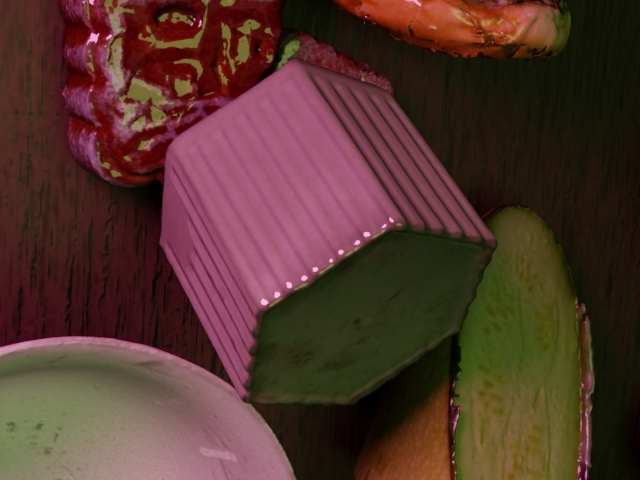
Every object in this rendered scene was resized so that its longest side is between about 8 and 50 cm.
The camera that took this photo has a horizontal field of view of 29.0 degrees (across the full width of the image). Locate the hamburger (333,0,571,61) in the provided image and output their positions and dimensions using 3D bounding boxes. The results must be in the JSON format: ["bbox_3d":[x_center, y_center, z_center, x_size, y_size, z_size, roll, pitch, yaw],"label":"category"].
[{"bbox_3d":[0.112,-0.267,1.042,0.245,0.260,0.211,5,105,-11],"label":"hamburger"}]

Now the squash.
[{"bbox_3d":[0.186,0.132,1.209,0.233,0.210,0.309,21,98,-42],"label":"squash"}]

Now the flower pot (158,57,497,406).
[{"bbox_3d":[0.000,0.000,1.002,0.209,0.189,0.239,-15,142,-24],"label":"flower pot"}]

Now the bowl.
[{"bbox_3d":[-0.243,0.262,1.027,0.435,0.196,0.435,-7,105,-26],"label":"bowl"}]

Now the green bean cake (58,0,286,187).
[{"bbox_3d":[-0.115,-0.162,1.039,0.198,0.097,0.233,-3,104,-27],"label":"green bean cake"}]

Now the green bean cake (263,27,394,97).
[{"bbox_3d":[-0.013,-0.112,1.127,0.135,0.056,0.135,24,95,-30],"label":"green bean cake"}]
